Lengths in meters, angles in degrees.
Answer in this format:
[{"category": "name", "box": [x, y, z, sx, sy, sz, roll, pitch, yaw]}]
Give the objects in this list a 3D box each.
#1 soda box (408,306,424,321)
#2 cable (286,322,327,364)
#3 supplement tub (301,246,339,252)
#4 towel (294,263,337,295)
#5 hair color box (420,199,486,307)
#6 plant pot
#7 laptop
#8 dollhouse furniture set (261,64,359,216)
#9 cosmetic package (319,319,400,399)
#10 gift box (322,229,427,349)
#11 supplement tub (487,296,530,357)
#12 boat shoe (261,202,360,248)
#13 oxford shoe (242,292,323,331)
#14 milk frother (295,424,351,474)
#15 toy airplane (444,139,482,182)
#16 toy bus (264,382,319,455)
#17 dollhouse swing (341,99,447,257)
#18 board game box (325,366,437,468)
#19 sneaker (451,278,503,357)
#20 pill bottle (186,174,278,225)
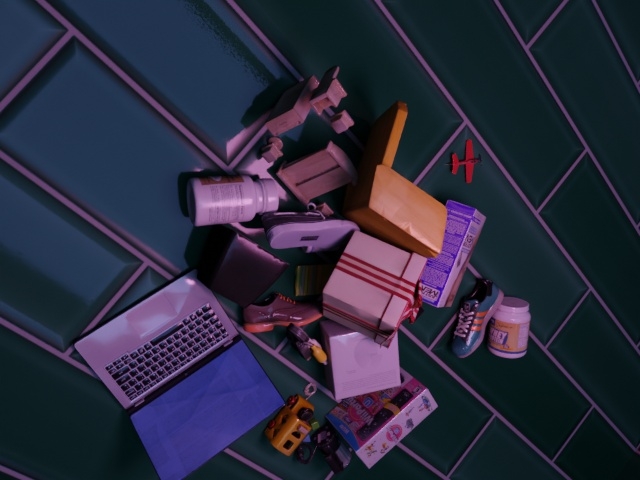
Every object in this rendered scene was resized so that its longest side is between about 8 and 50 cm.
[{"category": "soda box", "box": [0.275, 0.196, 1.770, 0.060, 0.053, 0.169, -45, 116, -8]}, {"category": "cable", "box": [-0.055, 0.286, 1.588, 0.072, 0.139, 0.287, -43, 149, -17]}, {"category": "supplement tub", "box": [0.000, 0.000, 1.618, 0.107, 0.071, 0.070, -2, 104, -24]}, {"category": "towel", "box": [0.029, 0.121, 1.692, 0.238, 0.021, 0.102, -2, 107, -25]}, {"category": "hair color box", "box": [0.430, 0.049, 1.767, 0.185, 0.110, 0.338, 12, 101, -62]}, {"category": "plant pot", "box": [-0.230, 0.076, 1.454, 0.188, 0.188, 0.166, 33, 82, -28]}, {"category": "laptop", "box": [-0.378, 0.361, 1.440, 0.382, 0.236, 0.407, -33, 115, -15]}, {"category": "dollhouse furniture set", "box": [0.031, -0.265, 1.484, 0.355, 0.304, 0.173, 48, 43, -29]}, {"category": "cosmetic package", "box": [0.128, 0.366, 1.716, 0.224, 0.138, 0.224, -9, 106, -12]}, {"category": "gift box", "box": [0.158, 0.169, 1.543, 0.258, 0.255, 0.276, 23, 71, 12]}, {"category": "supplement tub", "box": [0.707, 0.324, 1.988, 0.145, 0.144, 0.199, -5, 105, -24]}, {"category": "boat shoe", "box": [-0.027, -0.041, 1.520, 0.307, 0.104, 0.113, -6, 145, -31]}, {"category": "oxford shoe", "box": [-0.103, 0.207, 1.611, 0.272, 0.097, 0.098, -9, 100, -23]}, {"category": "milk frother", "box": [0.009, 0.725, 1.803, 0.143, 0.129, 0.134, -18, 117, 26]}, {"category": "toy airplane", "box": [0.491, -0.268, 1.802, 0.151, 0.028, 0.151, -6, 103, -24]}, {"category": "toy bus", "box": [-0.079, 0.591, 1.711, 0.191, 0.104, 0.202, -7, 106, -24]}, {"category": "dollhouse swing", "box": [0.239, -0.161, 1.502, 0.315, 0.347, 0.304, 33, 84, -7]}, {"category": "board game box", "box": [0.199, 0.568, 1.769, 0.303, 0.224, 0.097, -39, 117, -12]}, {"category": "sneaker", "box": [0.545, 0.274, 1.928, 0.121, 0.108, 0.302, 37, 78, -27]}, {"category": "pill bottle", "box": [-0.238, -0.113, 1.443, 0.230, 0.131, 0.131, -7, 106, -24]}]
